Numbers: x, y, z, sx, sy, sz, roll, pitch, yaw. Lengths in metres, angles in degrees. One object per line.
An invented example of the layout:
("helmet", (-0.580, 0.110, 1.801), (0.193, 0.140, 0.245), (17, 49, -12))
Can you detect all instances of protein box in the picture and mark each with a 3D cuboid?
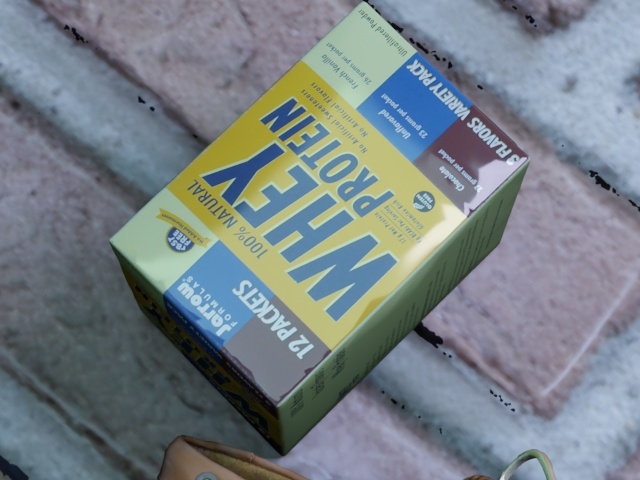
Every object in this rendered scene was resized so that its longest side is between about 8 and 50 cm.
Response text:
("protein box", (0.000, 0.000, 1.188), (0.136, 0.200, 0.201), (44, 80, 10))

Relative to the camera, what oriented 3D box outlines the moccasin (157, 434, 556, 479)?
("moccasin", (0.085, 0.195, 1.161), (0.380, 0.139, 0.147), (14, 95, 2))
